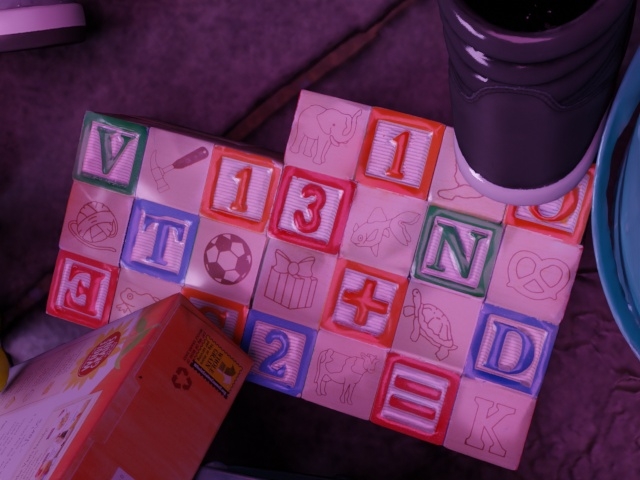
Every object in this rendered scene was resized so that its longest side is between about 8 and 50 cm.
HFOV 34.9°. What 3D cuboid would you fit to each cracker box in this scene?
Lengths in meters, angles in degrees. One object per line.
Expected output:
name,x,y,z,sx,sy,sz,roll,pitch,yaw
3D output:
cracker box,-0.158,0.132,0.581,0.232,0.156,0.067,-23,120,44

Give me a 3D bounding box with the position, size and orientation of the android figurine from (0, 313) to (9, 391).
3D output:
android figurine,-0.320,0.059,0.608,0.248,0.273,0.056,11,97,14

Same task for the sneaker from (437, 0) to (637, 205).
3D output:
sneaker,0.121,-0.177,0.495,0.104,0.147,0.296,9,72,11

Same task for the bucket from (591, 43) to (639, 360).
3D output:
bucket,0.263,-0.022,0.448,0.281,0.183,0.281,-1,76,5

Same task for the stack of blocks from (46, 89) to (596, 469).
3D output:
stack of blocks,0.000,0.000,0.609,0.297,0.087,0.171,16,98,14

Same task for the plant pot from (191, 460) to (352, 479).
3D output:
plant pot,-0.003,0.225,0.542,0.293,0.293,0.196,5,79,15

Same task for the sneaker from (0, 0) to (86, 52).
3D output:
sneaker,-0.289,-0.213,0.665,0.295,0.124,0.179,6,105,16
